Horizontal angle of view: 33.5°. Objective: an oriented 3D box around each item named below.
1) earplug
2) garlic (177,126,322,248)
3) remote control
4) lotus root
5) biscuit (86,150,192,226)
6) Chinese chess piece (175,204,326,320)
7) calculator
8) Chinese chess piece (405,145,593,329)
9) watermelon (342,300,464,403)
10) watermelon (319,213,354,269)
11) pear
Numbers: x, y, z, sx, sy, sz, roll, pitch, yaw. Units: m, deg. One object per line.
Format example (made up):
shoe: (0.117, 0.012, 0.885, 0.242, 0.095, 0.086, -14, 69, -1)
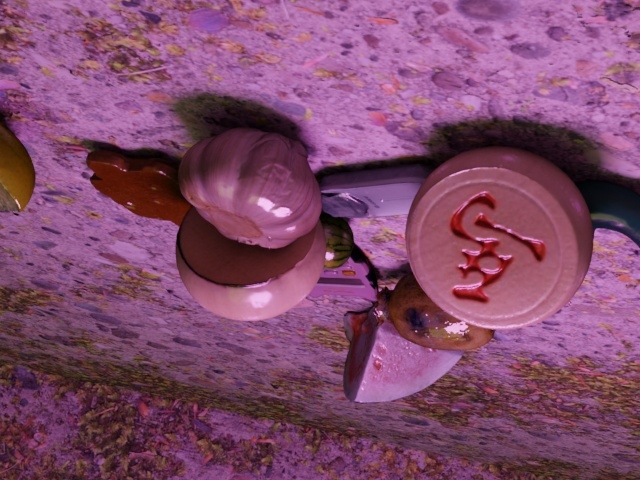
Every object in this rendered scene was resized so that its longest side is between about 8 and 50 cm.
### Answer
earplug: (0.360, -0.006, 1.635, 0.257, 0.164, 0.280, -19, 180, -18)
garlic: (-0.101, -0.087, 1.618, 0.227, 0.152, 0.228, 12, 155, 6)
remote control: (0.100, -0.076, 1.678, 0.247, 0.052, 0.104, -4, 153, 36)
lotus root: (0.206, 0.127, 2.006, 0.278, 0.154, 0.154, 5, 158, 26)
biscuit: (-0.286, -0.089, 1.865, 0.208, 0.041, 0.290, -9, 149, 42)
Chinese chess piece: (-0.115, 0.012, 1.746, 0.249, 0.250, 0.103, 7, 143, 12)
calculator: (-0.002, 0.037, 2.042, 0.194, 0.043, 0.294, 2, 153, 26)
Chinese chess piece: (0.254, -0.002, 1.520, 0.273, 0.273, 0.102, 8, -157, 19)
watermelon: (0.127, 0.220, 2.232, 0.319, 0.289, 0.214, 12, 133, 37)
watermelon: (0.007, -0.001, 1.862, 0.109, 0.109, 0.109, 10, 159, 4)
pear: (-0.605, -0.163, 1.741, 0.288, 0.139, 0.239, -1, 141, 39)
